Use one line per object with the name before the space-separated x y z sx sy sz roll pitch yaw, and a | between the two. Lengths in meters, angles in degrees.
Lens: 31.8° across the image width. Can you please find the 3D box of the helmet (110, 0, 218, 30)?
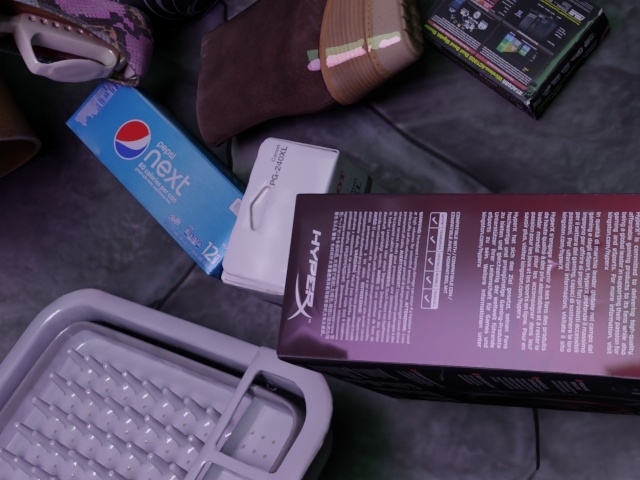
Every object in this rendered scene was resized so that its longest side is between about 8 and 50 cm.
helmet | -0.161 -0.272 0.975 0.169 0.161 0.169 -6 74 22

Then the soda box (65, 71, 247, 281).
soda box | -0.120 -0.053 0.949 0.067 0.071 0.210 -48 63 5

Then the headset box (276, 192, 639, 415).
headset box | 0.152 0.048 0.721 0.293 0.218 0.110 1 77 25

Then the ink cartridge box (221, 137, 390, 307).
ink cartridge box | 0.000 0.000 0.837 0.063 0.150 0.109 13 82 26

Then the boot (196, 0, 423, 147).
boot | -0.019 -0.212 0.940 0.207 0.090 0.248 -17 58 29

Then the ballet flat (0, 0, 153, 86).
ballet flat | -0.238 -0.169 0.897 0.077 0.221 0.079 -49 39 47

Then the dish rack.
dish rack | -0.156 0.192 0.841 0.333 0.072 0.285 15 64 39

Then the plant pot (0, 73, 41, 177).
plant pot | -0.400 -0.156 0.967 0.237 0.237 0.254 -23 88 17

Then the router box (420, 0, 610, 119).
router box | 0.150 -0.166 0.880 0.122 0.038 0.092 42 94 27
